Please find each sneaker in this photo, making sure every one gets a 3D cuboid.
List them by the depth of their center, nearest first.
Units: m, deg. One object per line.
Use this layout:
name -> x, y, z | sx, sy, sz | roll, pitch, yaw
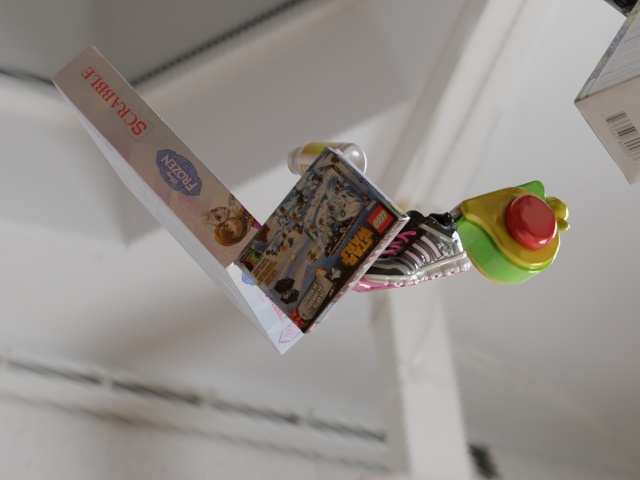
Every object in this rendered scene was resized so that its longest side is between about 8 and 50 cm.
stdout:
sneaker -> 0.085, 0.008, 2.026 | 0.170, 0.074, 0.063 | -13, -177, -43

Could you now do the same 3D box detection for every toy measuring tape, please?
toy measuring tape -> 0.189, 0.010, 2.392 | 0.330, 0.121, 0.121 | -17, -131, -38

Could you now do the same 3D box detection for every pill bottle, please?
pill bottle -> 0.005, -0.081, 2.041 | 0.043, 0.043, 0.083 | -8, -170, -44

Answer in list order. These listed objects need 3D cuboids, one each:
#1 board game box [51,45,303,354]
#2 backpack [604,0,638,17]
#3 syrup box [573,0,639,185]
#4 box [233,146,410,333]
board game box -> -0.152, -0.041, 2.285 | 0.318, 0.066, 0.318 | 46, 173, 21
backpack -> 0.431, -0.388, 2.101 | 0.273, 0.355, 0.290 | 27, -166, -32
syrup box -> 0.317, -0.160, 1.707 | 0.093, 0.096, 0.237 | 53, -137, -17
box -> 0.000, 0.000, 1.704 | 0.094, 0.137, 0.027 | 45, -161, 17
